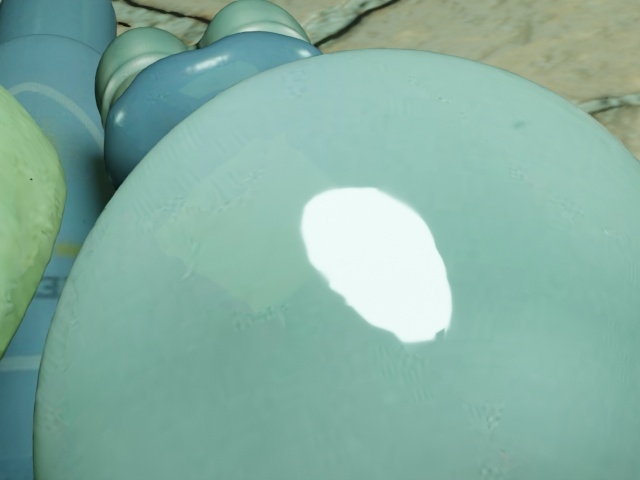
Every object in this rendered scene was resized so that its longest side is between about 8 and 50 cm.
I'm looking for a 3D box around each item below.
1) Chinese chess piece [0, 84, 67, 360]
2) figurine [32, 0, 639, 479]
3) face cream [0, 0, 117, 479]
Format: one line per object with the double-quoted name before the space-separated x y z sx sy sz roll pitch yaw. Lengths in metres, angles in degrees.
"Chinese chess piece" -0.200 0.036 0.573 0.250 0.101 0.250 -44 23 24
"figurine" -0.030 0.008 0.548 0.224 0.205 0.382 -23 35 -18
"face cream" -0.138 -0.013 0.762 0.135 0.086 0.385 -3 37 -3
